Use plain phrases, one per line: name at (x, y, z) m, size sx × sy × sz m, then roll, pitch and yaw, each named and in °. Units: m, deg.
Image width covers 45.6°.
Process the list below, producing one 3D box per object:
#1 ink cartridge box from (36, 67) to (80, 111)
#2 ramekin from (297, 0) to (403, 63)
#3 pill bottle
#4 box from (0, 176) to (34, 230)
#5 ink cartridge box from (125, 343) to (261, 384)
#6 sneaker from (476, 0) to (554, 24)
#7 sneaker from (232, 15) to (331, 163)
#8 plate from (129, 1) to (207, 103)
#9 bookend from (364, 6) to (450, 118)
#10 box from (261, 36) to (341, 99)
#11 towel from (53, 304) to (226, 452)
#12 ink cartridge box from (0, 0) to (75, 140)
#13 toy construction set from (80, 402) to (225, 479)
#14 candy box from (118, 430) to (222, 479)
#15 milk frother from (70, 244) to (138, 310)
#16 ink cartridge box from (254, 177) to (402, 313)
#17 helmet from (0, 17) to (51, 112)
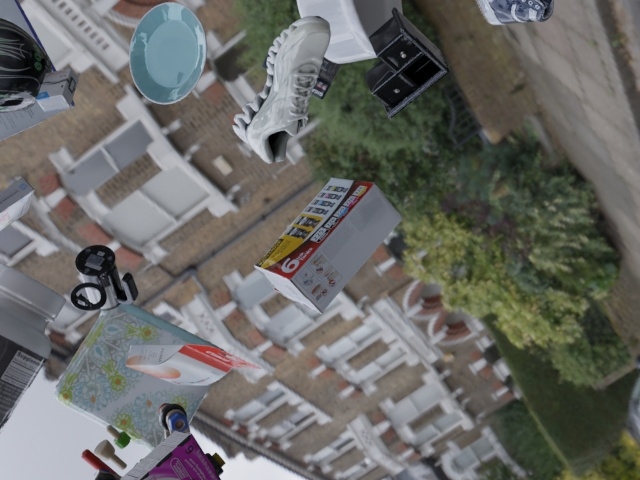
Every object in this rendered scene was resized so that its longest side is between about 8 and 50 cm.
ink cartridge box at (-0.430, -0.254, 1.253) m, size 0.028 × 0.048 × 0.083 m, roll 68°, pitch -162°, yaw -50°
ramekin at (0.062, -0.517, 1.642) m, size 0.277 × 0.135 × 0.277 m, roll 22°, pitch -115°, yaw -56°
pill bottle at (-0.570, 0.206, 1.285) m, size 0.176 × 0.318 × 0.176 m, roll 25°, pitch 163°, yaw 8°
box at (-0.667, -0.039, 1.526) m, size 0.038 × 0.186 × 0.145 m, roll 48°, pitch 148°, yaw -5°
ink cartridge box at (-0.213, 0.214, 1.289) m, size 0.145 × 0.179 × 0.045 m, roll 39°, pitch -124°, yaw -53°
sneaker at (0.359, -0.517, 1.474) m, size 0.153 × 0.099 × 0.282 m, roll 16°, pitch 168°, yaw 41°
sneaker at (-0.051, -0.264, 1.365) m, size 0.110 × 0.292 × 0.118 m, roll -4°, pitch -130°, yaw -38°
plate at (-0.281, -0.348, 1.422) m, size 0.188 × 0.188 × 0.024 m, roll 57°, pitch -154°, yaw 16°
bookend at (0.142, -0.344, 1.492) m, size 0.157 × 0.156 × 0.072 m, roll 30°, pitch -146°, yaw -42°
box at (-0.042, -0.456, 1.964) m, size 0.175 × 0.051 × 0.220 m, roll 28°, pitch -150°, yaw -6°
towel at (-0.481, 0.355, 2.024) m, size 0.375 × 0.320 × 0.090 m, roll 24°, pitch 164°, yaw 14°
ink cartridge box at (-0.710, -0.343, 1.495) m, size 0.324 × 0.330 × 0.071 m, roll 68°, pitch 170°, yaw -28°
toy construction set at (-0.352, 0.516, 1.650) m, size 0.237 × 0.309 × 0.257 m, roll 51°, pitch -131°, yaw -23°
candy box at (-0.298, 0.489, 1.407) m, size 0.071 × 0.233 × 0.159 m, roll -10°, pitch 114°, yaw 51°
milk frother at (-0.479, 0.110, 1.632) m, size 0.129 × 0.143 × 0.134 m, roll 32°, pitch 147°, yaw 23°
ink cartridge box at (0.000, 0.000, 1.873) m, size 0.130 × 0.309 × 0.272 m, roll 48°, pitch 164°, yaw -26°
helmet at (-0.552, -0.291, 1.258) m, size 0.169 × 0.169 × 0.161 m, roll 57°, pitch -163°, yaw 19°
